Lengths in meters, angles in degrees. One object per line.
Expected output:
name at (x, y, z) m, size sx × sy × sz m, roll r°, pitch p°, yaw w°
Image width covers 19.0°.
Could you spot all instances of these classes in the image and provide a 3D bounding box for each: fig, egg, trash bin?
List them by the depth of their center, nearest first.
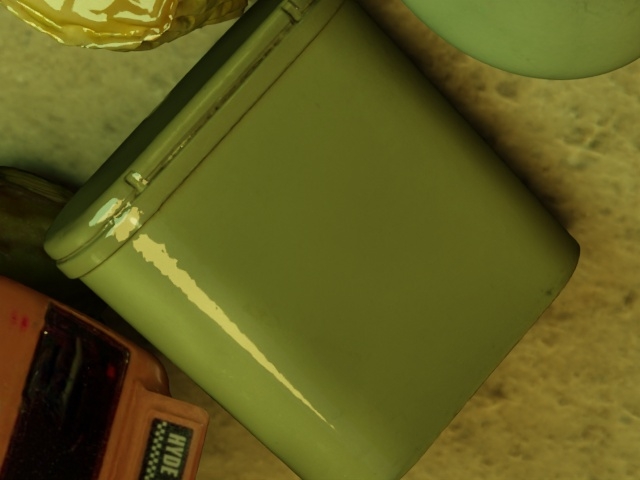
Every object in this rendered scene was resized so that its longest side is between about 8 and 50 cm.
egg at (0.099, -0.208, 1.031) m, size 0.183 × 0.183 × 0.264 m, roll -34°, pitch 94°, yaw 27°
trash bin at (0.000, 0.000, 1.148) m, size 0.247 × 0.121 × 0.243 m, roll 45°, pitch 75°, yaw -11°
fig at (-0.148, 0.021, 1.250) m, size 0.245 × 0.149 × 0.149 m, roll 5°, pitch 118°, yaw -5°

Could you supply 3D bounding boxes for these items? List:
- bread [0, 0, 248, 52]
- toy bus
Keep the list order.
bread at (-0.098, -0.237, 1.097) m, size 0.179 × 0.133 × 0.250 m, roll 19°, pitch 118°, yaw 7°
toy bus at (-0.232, 0.196, 1.217) m, size 0.233 × 0.203 × 0.427 m, roll 17°, pitch 147°, yaw -8°
